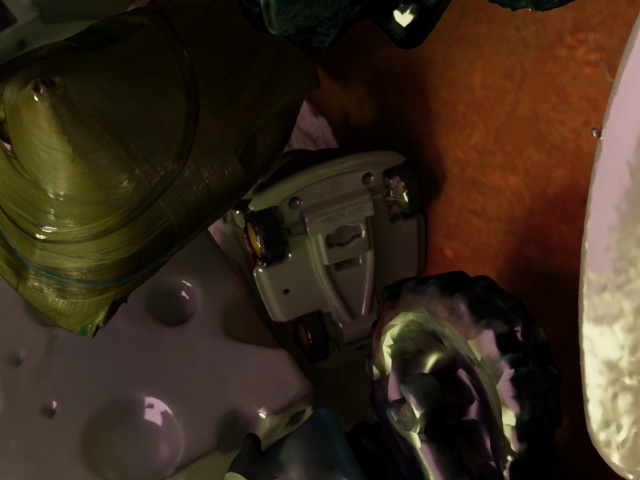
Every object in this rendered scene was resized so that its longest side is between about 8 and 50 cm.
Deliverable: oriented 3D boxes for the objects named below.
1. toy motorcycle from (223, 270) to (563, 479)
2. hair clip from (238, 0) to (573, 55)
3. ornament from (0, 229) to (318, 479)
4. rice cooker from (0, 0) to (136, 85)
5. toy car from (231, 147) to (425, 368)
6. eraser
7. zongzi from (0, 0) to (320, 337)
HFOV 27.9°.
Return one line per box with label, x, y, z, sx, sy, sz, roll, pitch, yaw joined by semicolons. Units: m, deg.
toy motorcycle;0.051;0.212;0.755;0.232;0.172;0.416;55;138;28
hair clip;0.033;-0.204;0.596;0.310;0.194;0.206;-49;56;54
ornament;-0.153;0.116;0.886;0.240;0.239;0.239;55;169;27
rice cooker;-0.284;-0.167;1.004;0.316;0.264;0.316;51;169;14
toy car;0.000;0.000;0.814;0.112;0.112;0.139;-135;31;-59
eraser;0.189;0.014;0.565;0.204;0.059;0.243;50;137;32
zongzi;-0.077;-0.094;0.690;0.125;0.251;0.274;37;155;4
